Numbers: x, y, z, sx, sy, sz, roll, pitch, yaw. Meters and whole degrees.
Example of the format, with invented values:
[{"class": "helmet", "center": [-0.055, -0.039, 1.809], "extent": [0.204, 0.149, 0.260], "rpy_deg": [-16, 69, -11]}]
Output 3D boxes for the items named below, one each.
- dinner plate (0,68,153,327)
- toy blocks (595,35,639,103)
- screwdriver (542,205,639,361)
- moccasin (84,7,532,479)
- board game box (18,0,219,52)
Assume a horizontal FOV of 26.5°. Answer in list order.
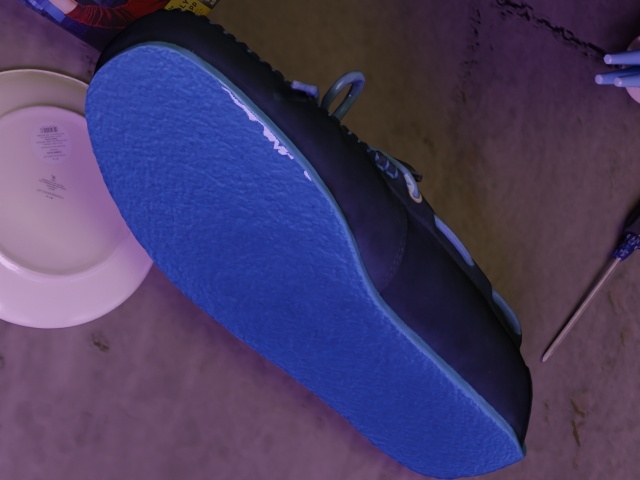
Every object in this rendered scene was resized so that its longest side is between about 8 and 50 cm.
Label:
[{"class": "dinner plate", "center": [-0.144, -0.024, 0.718], "extent": [0.141, 0.017, 0.141], "rpy_deg": [9, 73, -31]}, {"class": "toy blocks", "center": [0.265, -0.090, 0.972], "extent": [0.148, 0.054, 0.123], "rpy_deg": [-9, 83, -34]}, {"class": "screwdriver", "center": [0.194, 0.020, 0.924], "extent": [0.170, 0.024, 0.025], "rpy_deg": [-43, 104, -27]}, {"class": "moccasin", "center": [0.000, 0.000, 0.752], "extent": [0.342, 0.138, 0.117], "rpy_deg": [52, 38, -32]}, {"class": "board game box", "center": [-0.105, -0.209, 0.688], "extent": [0.194, 0.194, 0.060], "rpy_deg": [32, 21, -37]}]
